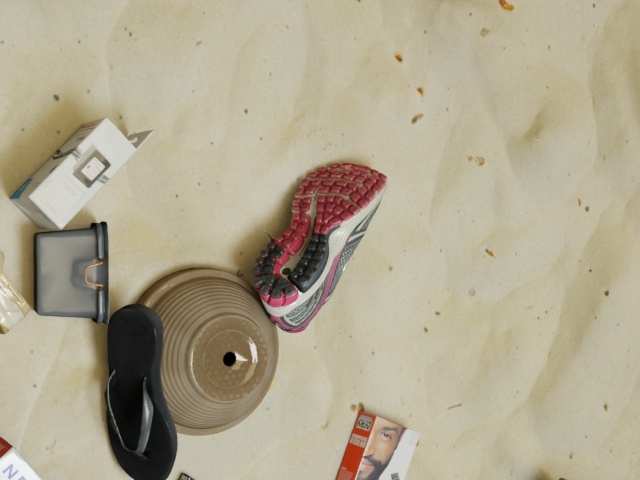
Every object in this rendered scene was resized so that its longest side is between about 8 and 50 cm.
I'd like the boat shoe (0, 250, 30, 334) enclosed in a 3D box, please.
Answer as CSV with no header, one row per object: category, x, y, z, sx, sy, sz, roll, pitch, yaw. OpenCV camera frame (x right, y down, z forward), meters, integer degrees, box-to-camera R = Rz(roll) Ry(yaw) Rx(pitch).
boat shoe,-0.425,0.034,1.344,0.059,0.063,0.170,-37,112,-34

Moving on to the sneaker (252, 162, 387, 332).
sneaker,0.000,0.000,1.564,0.299,0.120,0.112,-53,147,-30

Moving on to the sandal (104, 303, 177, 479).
sandal,-0.250,0.211,1.409,0.054,0.097,0.255,-41,129,-65

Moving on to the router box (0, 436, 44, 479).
router box,-0.413,0.473,1.347,0.301,0.082,0.335,-43,111,-22

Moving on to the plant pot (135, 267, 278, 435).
plant pot,-0.150,0.158,1.476,0.237,0.109,0.238,-1,91,-29

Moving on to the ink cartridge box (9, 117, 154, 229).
ink cartridge box,-0.309,-0.098,1.378,0.060,0.104,0.180,48,69,-21

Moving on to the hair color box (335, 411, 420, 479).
hair color box,0.081,0.360,1.648,0.093,0.053,0.167,25,78,-28

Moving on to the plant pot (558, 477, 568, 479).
plant pot,0.429,0.576,1.734,0.235,0.293,0.293,-47,113,-6

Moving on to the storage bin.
storage bin,-0.325,0.044,1.385,0.091,0.098,0.135,-1,92,-20

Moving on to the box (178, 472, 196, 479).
box,-0.163,0.423,1.521,0.162,0.029,0.116,40,73,-27
